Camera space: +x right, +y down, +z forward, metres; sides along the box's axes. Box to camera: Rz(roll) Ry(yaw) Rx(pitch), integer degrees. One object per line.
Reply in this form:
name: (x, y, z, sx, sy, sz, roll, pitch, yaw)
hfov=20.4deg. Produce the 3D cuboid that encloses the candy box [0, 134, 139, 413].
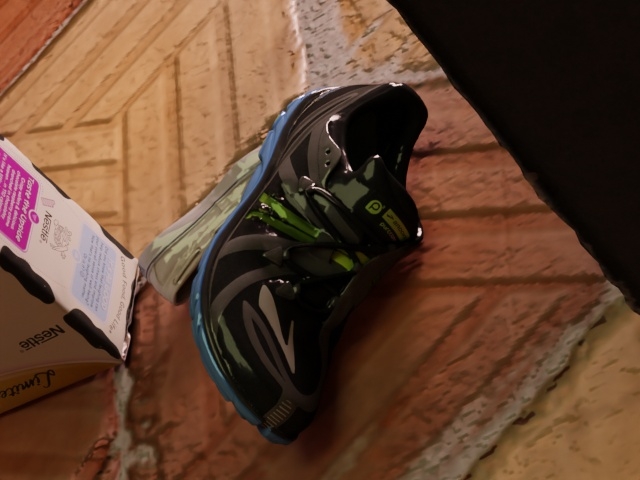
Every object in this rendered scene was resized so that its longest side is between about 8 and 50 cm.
candy box: (-0.219, -0.004, 0.837, 0.159, 0.233, 0.071, -24, 42, 26)

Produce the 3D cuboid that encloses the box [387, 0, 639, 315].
box: (0.264, -0.276, 0.608, 0.480, 0.297, 0.472, -23, 43, 25)

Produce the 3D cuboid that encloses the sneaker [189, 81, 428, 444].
sneaker: (0.000, 0.000, 0.768, 0.078, 0.067, 0.188, -17, 41, 40)

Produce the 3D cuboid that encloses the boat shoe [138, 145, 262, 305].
boat shoe: (-0.040, -0.007, 0.846, 0.100, 0.035, 0.035, -40, 64, -1)
